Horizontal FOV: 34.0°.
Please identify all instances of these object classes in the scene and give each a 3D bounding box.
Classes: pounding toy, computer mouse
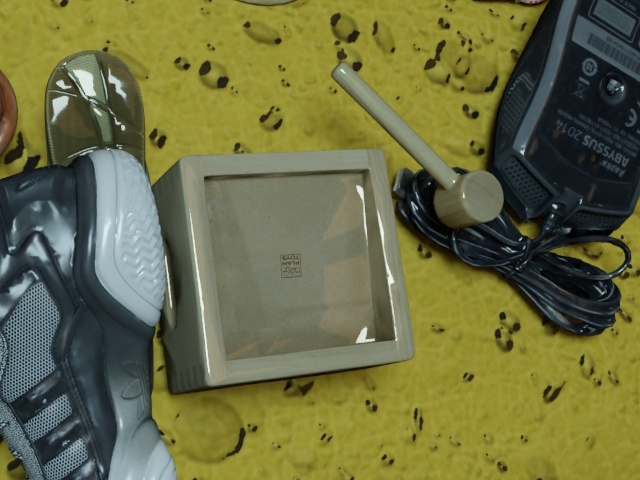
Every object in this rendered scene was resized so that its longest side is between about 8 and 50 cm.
[{"bbox_3d":[0.004,-0.010,0.646,0.206,0.094,0.181,-4,80,-24],"label":"pounding toy"},{"bbox_3d":[0.176,-0.086,0.757,0.188,0.072,0.272,31,80,-16],"label":"computer mouse"}]

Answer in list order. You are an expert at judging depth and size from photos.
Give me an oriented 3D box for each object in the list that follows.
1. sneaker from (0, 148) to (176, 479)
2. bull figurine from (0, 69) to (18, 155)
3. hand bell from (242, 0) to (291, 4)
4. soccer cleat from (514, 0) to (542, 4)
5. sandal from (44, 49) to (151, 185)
[{"bbox_3d":[-0.159,0.088,0.541,0.153,0.101,0.268,-3,95,-19],"label":"sneaker"},{"bbox_3d":[-0.309,-0.127,0.538,0.310,0.101,0.188,42,70,-7],"label":"bull figurine"},{"bbox_3d":[-0.002,-0.245,0.616,0.126,0.242,0.126,5,77,-22],"label":"hand bell"},{"bbox_3d":[0.150,-0.195,0.783,0.083,0.035,0.029,-6,80,-24],"label":"soccer cleat"},{"bbox_3d":[-0.134,-0.019,0.610,0.072,0.049,0.180,0,96,-20],"label":"sandal"}]
